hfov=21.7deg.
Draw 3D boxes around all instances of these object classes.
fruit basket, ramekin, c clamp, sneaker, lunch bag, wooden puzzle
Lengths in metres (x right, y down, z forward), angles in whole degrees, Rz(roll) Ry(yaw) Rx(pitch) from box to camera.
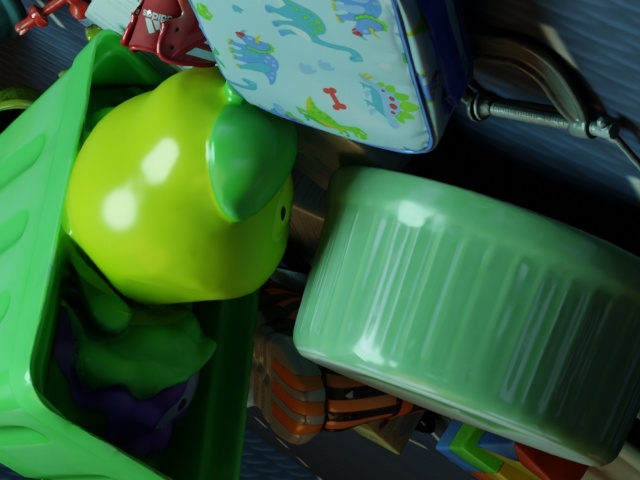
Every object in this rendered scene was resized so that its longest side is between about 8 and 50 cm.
[{"bbox_3d":[-0.122,0.005,1.345,0.392,0.392,0.283,17,162,48],"label":"fruit basket"},{"bbox_3d":[0.125,0.065,1.317,0.303,0.148,0.303,21,174,2],"label":"ramekin"},{"bbox_3d":[0.138,-0.097,1.156,0.160,0.022,0.137,21,160,44],"label":"c clamp"},{"bbox_3d":[-0.096,-0.194,1.138,0.087,0.128,0.221,23,163,35],"label":"sneaker"},{"bbox_3d":[0.014,0.107,1.586,0.180,0.125,0.321,-4,-160,-19],"label":"sneaker"},{"bbox_3d":[0.008,-0.153,1.084,0.176,0.090,0.219,18,156,24],"label":"lunch bag"},{"bbox_3d":[0.260,0.249,1.707,0.348,0.080,0.322,32,166,-8],"label":"wooden puzzle"}]

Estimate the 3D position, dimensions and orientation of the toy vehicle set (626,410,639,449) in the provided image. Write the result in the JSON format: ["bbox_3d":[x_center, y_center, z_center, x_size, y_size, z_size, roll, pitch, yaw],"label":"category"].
[{"bbox_3d":[0.359,0.208,1.638,0.267,0.035,0.166,32,166,8],"label":"toy vehicle set"}]

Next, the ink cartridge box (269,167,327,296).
[{"bbox_3d":[0.000,0.000,1.688,0.330,0.071,0.324,25,163,21],"label":"ink cartridge box"}]

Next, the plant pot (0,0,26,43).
[{"bbox_3d":[-0.535,-0.192,1.699,0.341,0.334,0.341,31,165,10],"label":"plant pot"}]

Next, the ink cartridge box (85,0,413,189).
[{"bbox_3d":[-0.060,-0.144,1.369,0.275,0.060,0.239,36,173,-9],"label":"ink cartridge box"}]

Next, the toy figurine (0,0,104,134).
[{"bbox_3d":[-0.324,-0.233,1.524,0.362,0.191,0.217,45,-167,-52],"label":"toy figurine"}]

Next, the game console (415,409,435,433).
[{"bbox_3d":[0.084,0.176,2.123,0.213,0.044,0.361,27,165,25],"label":"game console"}]

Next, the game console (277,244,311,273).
[{"bbox_3d":[-0.090,0.018,1.656,0.107,0.071,0.122,42,163,-33],"label":"game console"}]

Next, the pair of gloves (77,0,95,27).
[{"bbox_3d":[-0.236,-0.235,1.528,0.198,0.023,0.159,36,166,-5],"label":"pair of gloves"}]

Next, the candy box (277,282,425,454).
[{"bbox_3d":[0.001,0.136,1.846,0.183,0.087,0.316,26,171,20],"label":"candy box"}]
